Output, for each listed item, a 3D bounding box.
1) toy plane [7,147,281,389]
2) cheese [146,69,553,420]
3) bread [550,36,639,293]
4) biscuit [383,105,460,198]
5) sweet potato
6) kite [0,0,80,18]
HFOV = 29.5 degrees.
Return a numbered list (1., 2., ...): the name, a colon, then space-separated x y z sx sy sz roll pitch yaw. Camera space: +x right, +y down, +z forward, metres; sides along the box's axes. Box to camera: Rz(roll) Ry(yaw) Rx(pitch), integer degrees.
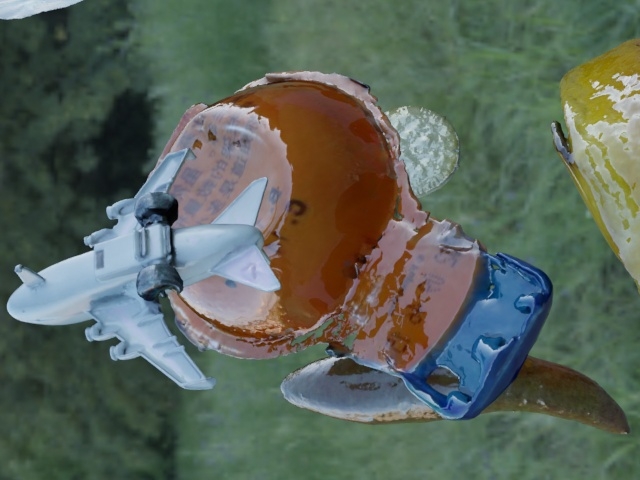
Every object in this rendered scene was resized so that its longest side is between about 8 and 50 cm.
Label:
1. toy plane: -0.107 0.017 0.711 0.065 0.171 0.162 69 -169 -57
2. cheese: 0.000 0.000 0.816 0.329 0.129 0.217 30 93 34
3. bread: 0.235 -0.045 0.743 0.195 0.142 0.270 63 -164 -9
4. biscuit: 0.122 -0.125 1.706 0.020 0.152 0.152 66 -162 -67
5. sweet potato: 0.091 0.103 0.865 0.058 0.255 0.078 -75 -17 -49
6. kite: -0.182 -0.286 1.020 0.015 0.169 0.310 59 -138 -42
